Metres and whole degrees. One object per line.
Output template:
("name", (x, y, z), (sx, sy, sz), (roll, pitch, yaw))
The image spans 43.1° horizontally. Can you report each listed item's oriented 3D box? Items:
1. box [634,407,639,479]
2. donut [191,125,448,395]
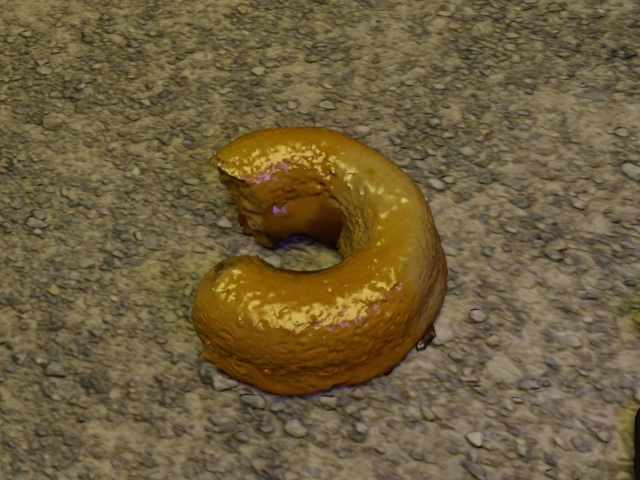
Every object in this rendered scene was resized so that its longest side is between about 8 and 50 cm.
("box", (0.502, 0.305, 1.014), (0.212, 0.042, 0.201), (7, 58, 11))
("donut", (0.000, 0.000, 1.215), (0.378, 0.163, 0.435), (-5, 56, 3))
